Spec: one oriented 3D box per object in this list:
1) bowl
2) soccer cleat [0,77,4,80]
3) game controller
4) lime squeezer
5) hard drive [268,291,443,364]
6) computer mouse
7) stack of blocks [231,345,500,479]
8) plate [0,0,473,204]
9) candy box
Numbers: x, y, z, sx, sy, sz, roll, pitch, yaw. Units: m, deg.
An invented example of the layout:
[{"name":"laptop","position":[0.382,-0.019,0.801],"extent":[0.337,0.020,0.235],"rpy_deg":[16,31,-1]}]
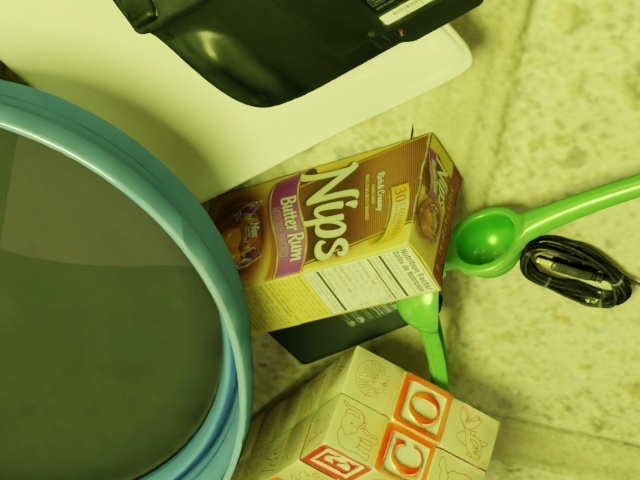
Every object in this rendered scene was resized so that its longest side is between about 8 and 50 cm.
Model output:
[{"name":"bowl","position":[-0.231,0.065,1.206],"extent":[0.391,0.077,0.391],"rpy_deg":[6,122,10]},{"name":"soccer cleat","position":[-0.198,-0.054,1.227],"extent":[0.248,0.083,0.095],"rpy_deg":[40,158,-31]},{"name":"game controller","position":[0.023,-0.180,1.006],"extent":[0.319,0.067,0.166],"rpy_deg":[-25,138,35]},{"name":"lime squeezer","position":[0.120,0.030,1.231],"extent":[0.110,0.059,0.310],"rpy_deg":[33,131,-7]},{"name":"hard drive","position":[0.010,0.042,1.326],"extent":[0.135,0.022,0.094],"rpy_deg":[-24,126,34]},{"name":"computer mouse","position":[0.258,0.044,1.244],"extent":[0.242,0.041,0.071],"rpy_deg":[11,138,6]},{"name":"stack of blocks","position":[0.024,0.203,1.401],"extent":[0.171,0.087,0.297],"rpy_deg":[28,148,-13]},{"name":"plate","position":[-0.086,-0.160,1.123],"extent":[0.277,0.045,0.278],"rpy_deg":[-24,125,35]},{"name":"candy box","position":[0.000,0.000,1.221],"extent":[0.186,0.109,0.053],"rpy_deg":[-14,130,27]}]
